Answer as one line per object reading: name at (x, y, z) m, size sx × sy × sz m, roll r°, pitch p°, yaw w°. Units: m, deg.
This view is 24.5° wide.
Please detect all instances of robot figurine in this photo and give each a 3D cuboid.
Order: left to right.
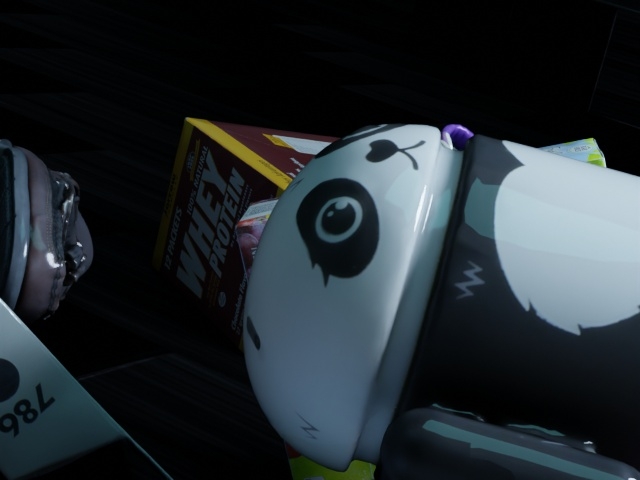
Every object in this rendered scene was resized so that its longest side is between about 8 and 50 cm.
robot figurine at (0.104, 0.044, 0.676) m, size 0.278 × 0.173 × 0.209 m, roll 15°, pitch -7°, yaw 2°

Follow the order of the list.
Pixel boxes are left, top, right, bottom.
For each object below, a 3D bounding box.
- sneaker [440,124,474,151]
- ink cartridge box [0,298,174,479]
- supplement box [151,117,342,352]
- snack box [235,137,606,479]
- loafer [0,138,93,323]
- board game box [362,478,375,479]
sneaker at (0.090, -0.037, 1.333) m, size 0.102 × 0.161 × 0.282 m, roll 2°, pitch 18°, yaw -34°
ink cartridge box at (-0.213, 0.020, 0.753) m, size 0.332 × 0.065 × 0.165 m, roll 49°, pitch -13°, yaw -16°
supplement box at (0.000, 0.000, 1.168) m, size 0.194 × 0.129 × 0.191 m, roll 5°, pitch 18°, yaw -32°
snack box at (0.072, 0.047, 0.843) m, size 0.207 × 0.174 × 0.070 m, roll -11°, pitch 13°, yaw 7°
loafer at (-0.204, -0.013, 1.087) m, size 0.095 × 0.109 × 0.302 m, roll 13°, pitch 11°, yaw -20°
board game box at (0.040, 0.202, 0.553) m, size 0.308 × 0.086 × 0.302 m, roll 1°, pitch 19°, yaw -40°
